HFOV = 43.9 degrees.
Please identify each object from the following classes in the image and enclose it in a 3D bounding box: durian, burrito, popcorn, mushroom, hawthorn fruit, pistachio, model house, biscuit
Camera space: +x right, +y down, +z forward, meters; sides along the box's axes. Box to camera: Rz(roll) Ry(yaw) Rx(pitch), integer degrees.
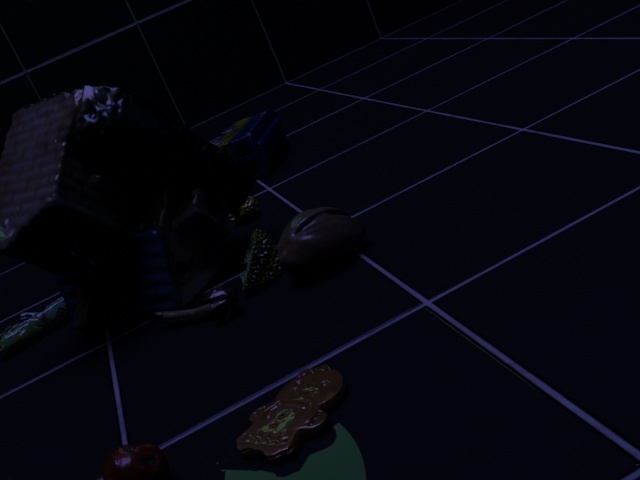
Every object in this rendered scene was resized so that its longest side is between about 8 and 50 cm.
[{"bbox_3d":[-0.128,0.033,1.593,0.100,0.086,0.215,-34,20,11],"label":"durian"},{"bbox_3d":[-0.624,0.167,1.821,0.288,0.054,0.104,-36,23,-31],"label":"burrito"},{"bbox_3d":[-0.191,-0.075,1.955,0.083,0.057,0.082,-33,21,-18],"label":"popcorn"},{"bbox_3d":[-0.233,0.133,1.486,0.187,0.060,0.061,-19,27,28],"label":"mushroom"},{"bbox_3d":[-0.238,0.304,1.031,0.093,0.093,0.093,-21,20,8],"label":"hawthorn fruit"},{"bbox_3d":[0.000,0.000,1.488,0.184,0.125,0.124,-16,14,-31],"label":"pistachio"},{"bbox_3d":[-0.420,-0.026,1.623,0.394,0.445,0.400,-4,66,32],"label":"model house"},{"bbox_3d":[-0.032,0.228,1.062,0.184,0.027,0.133,-36,22,-30],"label":"biscuit"}]

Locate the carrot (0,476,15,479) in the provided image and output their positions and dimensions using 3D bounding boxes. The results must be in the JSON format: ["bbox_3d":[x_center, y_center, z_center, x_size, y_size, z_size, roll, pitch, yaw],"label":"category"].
[{"bbox_3d":[-0.449,0.387,1.046,0.101,0.102,0.263,-22,14,4],"label":"carrot"}]

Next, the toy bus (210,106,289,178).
[{"bbox_3d":[-0.212,-0.281,2.379,0.175,0.138,0.288,-17,21,19],"label":"toy bus"}]
